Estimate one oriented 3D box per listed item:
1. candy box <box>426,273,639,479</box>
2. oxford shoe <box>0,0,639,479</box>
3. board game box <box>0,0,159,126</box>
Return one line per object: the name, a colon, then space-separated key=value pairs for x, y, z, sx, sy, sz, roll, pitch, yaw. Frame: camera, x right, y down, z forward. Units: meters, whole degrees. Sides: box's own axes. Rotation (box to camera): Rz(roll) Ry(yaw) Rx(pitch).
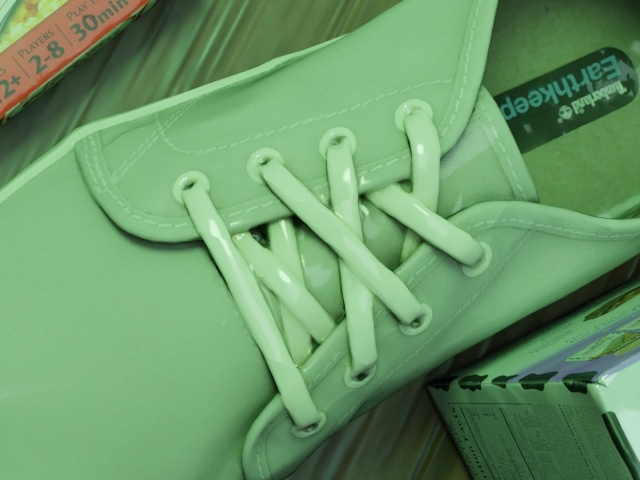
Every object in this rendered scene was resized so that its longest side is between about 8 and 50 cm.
candy box: x=0.151 y=0.049 z=0.686 sx=0.165 sy=0.196 sz=0.070 roll=-26 pitch=91 yaw=-14
oxford shoe: x=0.000 y=0.000 z=0.692 sx=0.449 sy=0.130 sz=0.169 roll=-30 pitch=96 yaw=-11
board game box: x=-0.162 y=-0.144 z=0.706 sx=0.147 sy=0.045 sz=0.193 roll=-41 pitch=95 yaw=-13
